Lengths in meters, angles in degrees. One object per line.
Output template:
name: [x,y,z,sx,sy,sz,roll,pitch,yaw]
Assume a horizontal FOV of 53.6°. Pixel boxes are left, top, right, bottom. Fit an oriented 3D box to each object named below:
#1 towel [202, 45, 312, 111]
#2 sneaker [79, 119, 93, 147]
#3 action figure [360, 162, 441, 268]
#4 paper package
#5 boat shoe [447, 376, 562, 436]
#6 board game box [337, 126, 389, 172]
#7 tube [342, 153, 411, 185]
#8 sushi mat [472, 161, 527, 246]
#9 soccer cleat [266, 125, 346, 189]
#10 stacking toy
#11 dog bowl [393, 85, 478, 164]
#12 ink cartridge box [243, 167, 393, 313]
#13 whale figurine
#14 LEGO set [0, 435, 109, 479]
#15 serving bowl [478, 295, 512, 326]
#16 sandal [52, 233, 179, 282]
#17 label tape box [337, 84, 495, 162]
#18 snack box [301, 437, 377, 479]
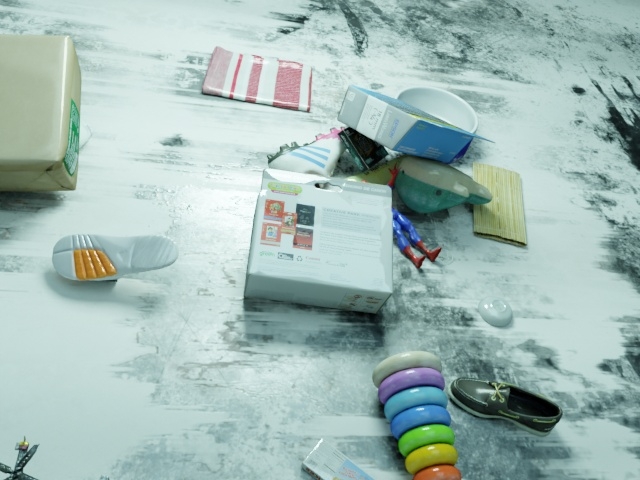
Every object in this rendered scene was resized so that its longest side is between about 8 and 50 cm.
towel: [-0.187,-0.503,1.969,0.328,0.037,0.237,9,46,-7]
sneaker: [-0.719,-0.311,1.599,0.305,0.114,0.152,30,39,3]
action figure: [0.195,-0.079,1.587,0.091,0.139,0.280,-22,57,-34]
paper package: [-0.706,-0.287,1.422,0.309,0.168,0.325,-1,72,-7]
boat shoe: [0.377,0.325,1.297,0.227,0.069,0.081,19,45,3]
board game box: [0.121,-0.264,1.749,0.126,0.026,0.186,57,30,-4]
tube: [0.177,-0.177,1.740,0.240,0.062,0.070,-26,19,-25]
sushi mat: [0.501,-0.109,1.787,0.151,0.019,0.317,14,44,0]
soccer cleat: [-0.010,-0.204,1.694,0.331,0.116,0.143,-29,93,-46]
stacking toy: [0.192,0.377,1.163,0.141,0.141,0.331,1,52,-15]
dog bowl: [0.335,-0.351,1.916,0.264,0.104,0.265,7,45,-8]
ink cartridge box: [0.000,0.000,1.420,0.309,0.130,0.272,9,62,-8]
whale figurine: [0.322,-0.132,1.694,0.271,0.141,0.216,13,17,-28]
LEGO set: [-0.364,0.444,0.891,0.331,0.192,0.255,19,45,3]
serving bowl: [0.416,0.162,1.496,0.083,0.027,0.083,8,46,-8]
sandal: [-0.429,0.043,1.343,0.265,0.076,0.102,-1,70,-1]
label tape box: [0.239,-0.281,1.633,0.240,0.106,0.333,4,25,-43]
snack box: [0.054,0.434,1.136,0.178,0.022,0.064,33,47,17]
